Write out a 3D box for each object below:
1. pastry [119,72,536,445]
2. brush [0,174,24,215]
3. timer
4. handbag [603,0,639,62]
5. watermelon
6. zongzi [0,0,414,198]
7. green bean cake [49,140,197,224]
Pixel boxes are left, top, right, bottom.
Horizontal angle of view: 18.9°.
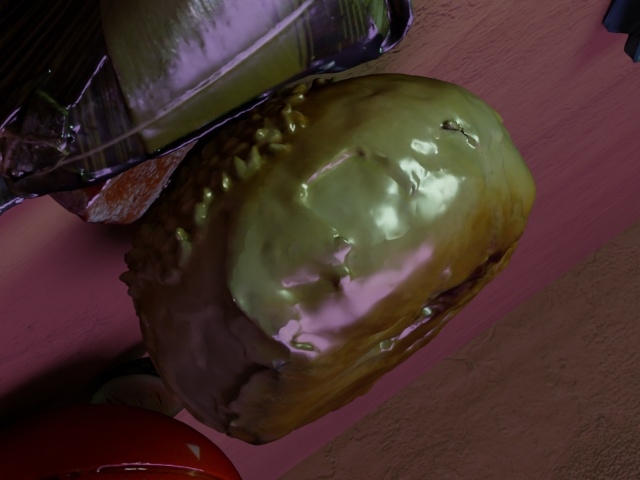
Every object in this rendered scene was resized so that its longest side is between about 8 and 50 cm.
[{"bbox_3d":[0.000,0.000,1.738,0.409,0.245,0.409,-36,167,-10],"label":"pastry"},{"bbox_3d":[-0.329,0.029,1.410,0.323,0.070,0.051,-33,173,-21],"label":"brush"},{"bbox_3d":[-0.257,0.344,2.125,0.378,0.279,0.378,-11,149,-6],"label":"timer"},{"bbox_3d":[0.415,-0.297,2.135,0.179,0.062,0.229,-32,167,-14],"label":"handbag"},{"bbox_3d":[-0.209,0.170,2.215,0.163,0.087,0.069,-36,-158,40],"label":"watermelon"},{"bbox_3d":[-0.113,-0.181,1.140,0.289,0.154,0.317,-30,147,-8],"label":"zongzi"},{"bbox_3d":[-0.144,-0.078,1.464,0.135,0.056,0.135,-55,167,6],"label":"green bean cake"}]
